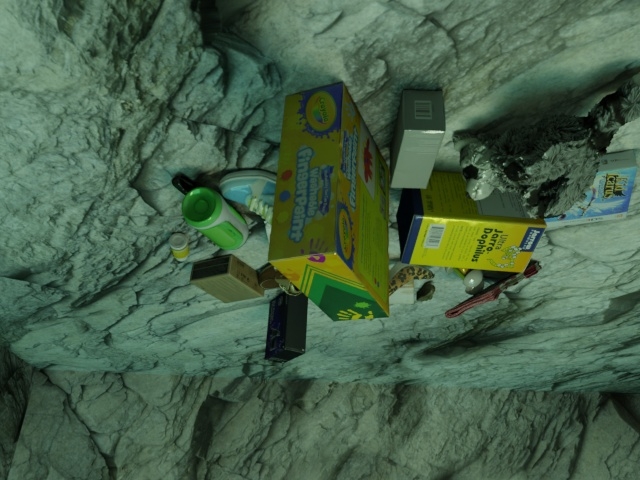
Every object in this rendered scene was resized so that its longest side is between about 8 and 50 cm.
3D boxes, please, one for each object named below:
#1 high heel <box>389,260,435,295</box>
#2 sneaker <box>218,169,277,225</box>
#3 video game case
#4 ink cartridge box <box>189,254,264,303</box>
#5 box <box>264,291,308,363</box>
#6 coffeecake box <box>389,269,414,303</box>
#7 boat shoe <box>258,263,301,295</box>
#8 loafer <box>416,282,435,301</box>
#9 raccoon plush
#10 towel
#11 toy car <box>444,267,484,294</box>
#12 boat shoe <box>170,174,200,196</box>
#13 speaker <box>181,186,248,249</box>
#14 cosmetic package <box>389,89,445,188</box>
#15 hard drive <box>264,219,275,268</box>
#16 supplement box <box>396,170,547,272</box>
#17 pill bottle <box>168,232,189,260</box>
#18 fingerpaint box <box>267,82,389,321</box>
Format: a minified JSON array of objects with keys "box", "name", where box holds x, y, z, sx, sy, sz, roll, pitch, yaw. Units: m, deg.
[{"box":[0.287,0.166,2.082,0.261,0.186,0.093,13,-177,-25],"name":"high heel"},{"box":[-0.142,-0.079,1.655,0.318,0.208,0.127,8,152,-6],"name":"sneaker"},{"box":[0.739,-0.135,1.631,0.244,0.061,0.269,-8,150,17],"name":"video game case"},{"box":[-0.354,0.153,2.230,0.193,0.088,0.234,-11,150,26],"name":"ink cartridge box"},{"box":[-0.141,0.358,2.407,0.103,0.261,0.184,20,147,-28],"name":"box"},{"box":[0.291,0.182,2.248,0.142,0.068,0.185,-2,151,8],"name":"coffeecake box"},{"box":[-0.105,0.138,2.146,0.323,0.120,0.122,-21,144,36],"name":"boat shoe"},{"box":[0.427,0.207,2.302,0.050,0.056,0.148,8,161,-11],"name":"loafer"},{"box":[0.543,-0.245,1.401,0.446,0.299,0.216,-35,127,2],"name":"raccoon plush"},{"box":[0.620,0.179,2.063,0.328,0.037,0.237,-21,169,-38],"name":"towel"},{"box":[0.517,0.088,2.004,0.136,0.159,0.182,-40,148,-2],"name":"toy car"},{"box":[-0.380,-0.148,1.714,0.042,0.049,0.133,-11,145,39],"name":"boat shoe"},{"box":[-0.310,-0.060,1.742,0.131,0.131,0.296,-3,164,10],"name":"speaker"},{"box":[0.231,-0.240,1.412,0.107,0.127,0.238,1,153,2],"name":"cosmetic package"},{"box":[0.000,0.000,1.883,0.338,0.064,0.237,-1,136,5],"name":"hard drive"},{"box":[0.409,-0.054,1.624,0.356,0.194,0.195,5,136,-2],"name":"supplement box"},{"box":[-0.494,0.027,2.032,0.065,0.065,0.116,5,151,-4],"name":"pill bottle"},{"box":[0.039,-0.078,1.394,0.163,0.445,0.371,-8,150,21],"name":"fingerpaint box"}]
